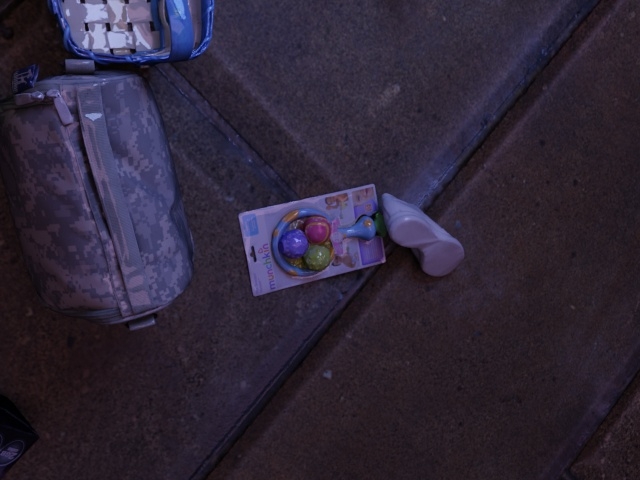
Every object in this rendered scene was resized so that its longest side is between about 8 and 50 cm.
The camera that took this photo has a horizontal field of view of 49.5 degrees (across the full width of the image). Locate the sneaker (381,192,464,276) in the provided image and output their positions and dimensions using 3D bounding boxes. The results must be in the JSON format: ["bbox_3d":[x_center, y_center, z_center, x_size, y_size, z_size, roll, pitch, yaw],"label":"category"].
[{"bbox_3d":[0.172,-0.015,1.176,0.080,0.094,0.212,-37,137,14],"label":"sneaker"}]

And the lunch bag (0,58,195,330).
[{"bbox_3d":[-0.272,-0.061,0.855,0.212,0.256,0.305,-17,105,-22],"label":"lunch bag"}]

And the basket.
[{"bbox_3d":[-0.222,-0.330,0.815,0.201,0.289,0.255,-10,102,-24],"label":"basket"}]

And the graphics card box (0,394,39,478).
[{"bbox_3d":[-0.550,0.326,0.820,0.371,0.094,0.233,-49,152,-12],"label":"graphics card box"}]

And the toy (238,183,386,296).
[{"bbox_3d":[0.000,0.000,1.104,0.237,0.056,0.137,-15,103,-22],"label":"toy"}]
